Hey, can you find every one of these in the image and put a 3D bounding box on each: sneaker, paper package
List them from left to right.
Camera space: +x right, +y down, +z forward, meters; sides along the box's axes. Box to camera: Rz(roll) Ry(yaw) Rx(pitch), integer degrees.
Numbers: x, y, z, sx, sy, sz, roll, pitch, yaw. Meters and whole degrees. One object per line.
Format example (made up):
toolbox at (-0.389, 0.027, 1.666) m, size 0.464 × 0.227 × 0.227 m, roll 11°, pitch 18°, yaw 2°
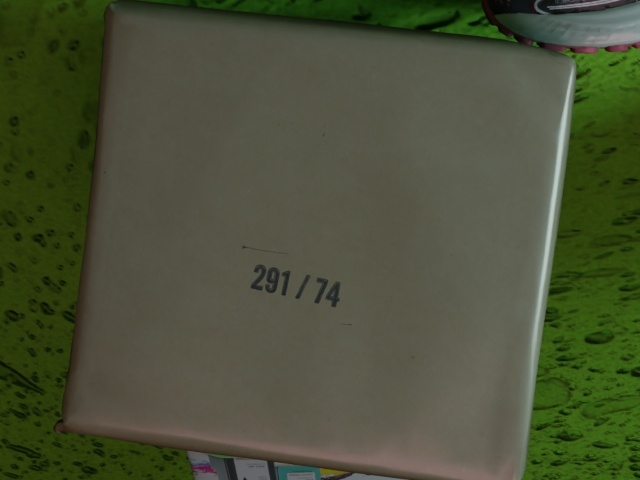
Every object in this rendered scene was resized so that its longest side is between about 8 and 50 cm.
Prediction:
paper package at (0.000, 0.000, 0.896) m, size 0.325 × 0.168 × 0.309 m, roll 7°, pitch 95°, yaw 6°
sneaker at (0.252, -0.209, 0.839) m, size 0.299 × 0.121 × 0.112 m, roll -16°, pitch 110°, yaw 16°

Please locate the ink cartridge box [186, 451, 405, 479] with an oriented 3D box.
ink cartridge box at (-0.016, 0.136, 1.152) m, size 0.198 × 0.197 × 0.270 m, roll -3°, pitch 137°, yaw 4°
